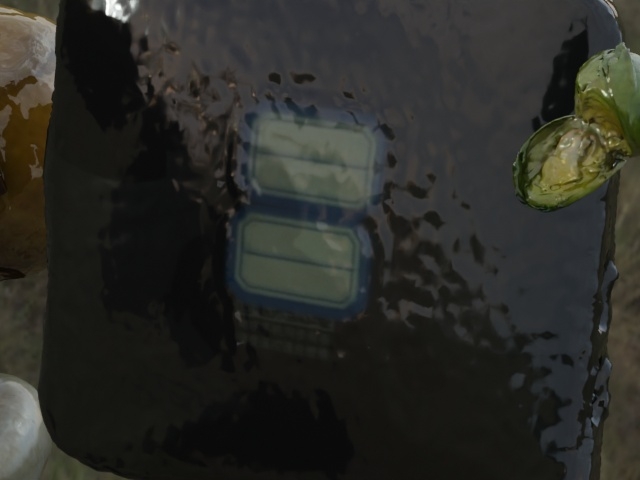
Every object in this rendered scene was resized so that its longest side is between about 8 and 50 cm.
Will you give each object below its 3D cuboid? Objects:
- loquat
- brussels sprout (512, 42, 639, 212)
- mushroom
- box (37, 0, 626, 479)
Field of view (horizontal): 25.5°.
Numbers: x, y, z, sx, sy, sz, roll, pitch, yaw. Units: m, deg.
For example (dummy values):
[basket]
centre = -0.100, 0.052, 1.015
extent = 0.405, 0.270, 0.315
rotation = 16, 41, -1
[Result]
[loquat]
centre = -0.265, -0.077, 1.121
extent = 0.193, 0.238, 0.238
rotation = 13, 31, 4
[brussels sprout]
centre = 0.121, -0.049, 0.630
extent = 0.051, 0.083, 0.046
rotation = 4, 54, -38
[mushroom]
centre = -0.426, 0.213, 1.550
extent = 0.243, 0.244, 0.243
rotation = 11, 32, -7
[box]
centre = 0.000, 0.000, 0.852
extent = 0.359, 0.350, 0.091
rotation = 7, 12, 21
